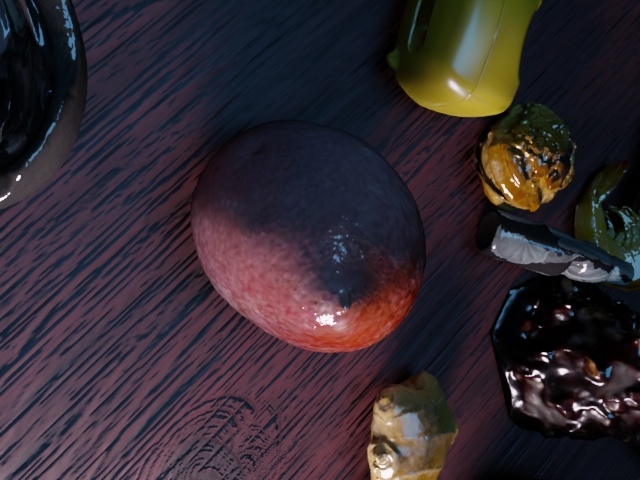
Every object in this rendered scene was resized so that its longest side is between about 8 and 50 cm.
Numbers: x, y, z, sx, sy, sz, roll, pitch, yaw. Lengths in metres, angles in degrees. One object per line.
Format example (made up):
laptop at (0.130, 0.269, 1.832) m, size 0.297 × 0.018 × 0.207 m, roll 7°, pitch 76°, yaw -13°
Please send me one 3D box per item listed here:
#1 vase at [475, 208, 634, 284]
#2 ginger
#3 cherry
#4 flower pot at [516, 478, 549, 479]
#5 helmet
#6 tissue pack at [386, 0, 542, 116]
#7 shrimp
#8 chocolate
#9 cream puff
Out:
vase at (0.296, 0.017, 0.933) m, size 0.211 × 0.060 × 0.060 m, roll 16°, pitch 87°, yaw -15°
ginger at (0.069, 0.288, 0.855) m, size 0.131 × 0.086 × 0.294 m, roll 28°, pitch 86°, yaw -49°
cherry at (0.002, -0.006, 0.707) m, size 0.206 × 0.239 × 0.239 m, roll -48°, pitch 114°, yaw -24°
flower pot at (0.278, 0.450, 0.902) m, size 0.302 × 0.213 × 0.301 m, roll -2°, pitch 95°, yaw -27°
helmet at (-0.282, -0.143, 0.594) m, size 0.198 × 0.154 × 0.253 m, roll -11°, pitch 82°, yaw -7°
tissue pack at (0.154, -0.231, 0.822) m, size 0.127 × 0.123 × 0.178 m, roll 16°, pitch 88°, yaw -32°
shrimp at (0.422, -0.053, 1.007) m, size 0.150 × 0.068 × 0.248 m, roll 29°, pitch 81°, yaw -9°
chocolate at (0.357, 0.157, 0.937) m, size 0.206 × 0.177 × 0.224 m, roll -21°, pitch 106°, yaw -24°
cream puff at (0.247, -0.099, 0.899) m, size 0.119 × 0.104 × 0.133 m, roll 29°, pitch 80°, yaw -20°
